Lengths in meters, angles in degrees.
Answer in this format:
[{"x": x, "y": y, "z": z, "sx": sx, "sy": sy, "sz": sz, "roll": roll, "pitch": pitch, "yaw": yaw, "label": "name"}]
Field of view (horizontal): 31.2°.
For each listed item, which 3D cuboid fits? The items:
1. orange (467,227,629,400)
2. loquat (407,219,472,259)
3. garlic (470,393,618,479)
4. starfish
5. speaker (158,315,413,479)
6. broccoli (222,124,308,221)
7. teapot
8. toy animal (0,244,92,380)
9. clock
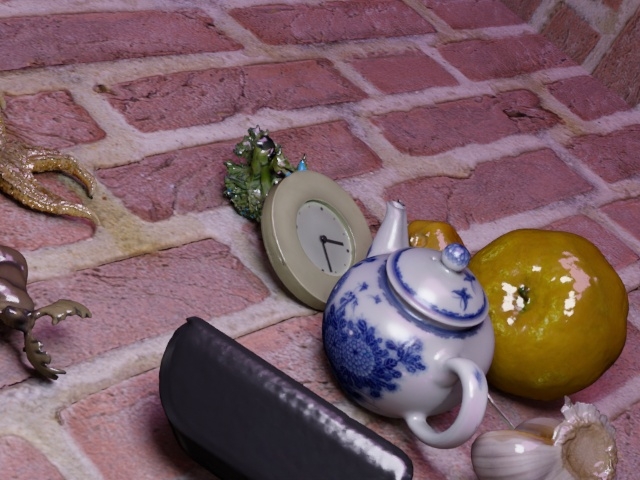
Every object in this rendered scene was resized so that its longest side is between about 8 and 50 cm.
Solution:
[{"x": 0.350, "y": 0.118, "z": 1.821, "sx": 0.279, "sy": 0.279, "sz": 0.235, "roll": 49, "pitch": 9, "yaw": 29, "label": "orange"}, {"x": 0.200, "y": 0.025, "z": 1.969, "sx": 0.137, "sy": 0.113, "sz": 0.137, "roll": 35, "pitch": 11, "yaw": -8, "label": "loquat"}, {"x": 0.308, "y": 0.277, "z": 1.594, "sx": 0.207, "sy": 0.207, "sz": 0.256, "roll": 12, "pitch": 46, "yaw": -25, "label": "garlic"}, {"x": -0.479, "y": -0.112, "z": 1.679, "sx": 0.302, "sy": 0.060, "sz": 0.299, "roll": -9, "pitch": 54, "yaw": -52, "label": "starfish"}, {"x": -0.054, "y": 0.281, "z": 1.367, "sx": 0.388, "sy": 0.180, "sz": 0.184, "roll": 31, "pitch": 64, "yaw": 21, "label": "speaker"}, {"x": -0.089, "y": -0.112, "z": 1.887, "sx": 0.154, "sy": 0.160, "sz": 0.167, "roll": 20, "pitch": 60, "yaw": 5, "label": "broccoli"}, {"x": 0.140, "y": 0.112, "z": 1.640, "sx": 0.252, "sy": 0.280, "sz": 0.424, "roll": 10, "pitch": 38, "yaw": -25, "label": "teapot"}, {"x": -0.392, "y": 0.074, "z": 1.460, "sx": 0.186, "sy": 0.093, "sz": 0.214, "roll": 23, "pitch": 24, "yaw": -25, "label": "toy animal"}, {"x": 0.000, "y": 0.000, "z": 1.829, "sx": 0.235, "sy": 0.029, "sz": 0.235, "roll": 25, "pitch": 52, "yaw": -37, "label": "clock"}]
